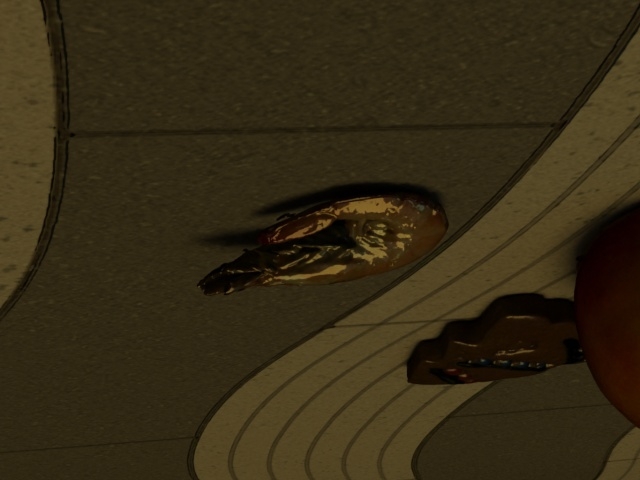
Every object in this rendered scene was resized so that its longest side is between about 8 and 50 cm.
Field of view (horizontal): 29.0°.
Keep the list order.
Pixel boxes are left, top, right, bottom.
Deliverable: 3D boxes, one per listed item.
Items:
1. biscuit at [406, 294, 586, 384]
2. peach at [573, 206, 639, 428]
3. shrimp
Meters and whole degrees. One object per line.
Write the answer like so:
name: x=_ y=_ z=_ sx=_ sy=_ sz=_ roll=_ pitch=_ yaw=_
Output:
biscuit: x=0.237 y=0.140 z=1.556 sx=0.301 sy=0.043 sz=0.278 roll=-25 pitch=153 yaw=37
peach: x=0.430 y=0.110 z=1.288 sx=0.306 sy=0.242 sz=0.380 roll=-25 pitch=154 yaw=26
shrimp: x=0.001 y=0.004 z=1.118 sx=0.236 sy=0.053 sz=0.133 roll=-11 pitch=161 yaw=-1
